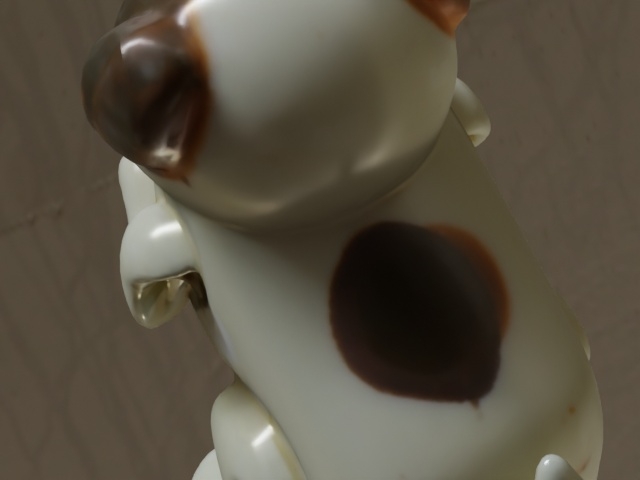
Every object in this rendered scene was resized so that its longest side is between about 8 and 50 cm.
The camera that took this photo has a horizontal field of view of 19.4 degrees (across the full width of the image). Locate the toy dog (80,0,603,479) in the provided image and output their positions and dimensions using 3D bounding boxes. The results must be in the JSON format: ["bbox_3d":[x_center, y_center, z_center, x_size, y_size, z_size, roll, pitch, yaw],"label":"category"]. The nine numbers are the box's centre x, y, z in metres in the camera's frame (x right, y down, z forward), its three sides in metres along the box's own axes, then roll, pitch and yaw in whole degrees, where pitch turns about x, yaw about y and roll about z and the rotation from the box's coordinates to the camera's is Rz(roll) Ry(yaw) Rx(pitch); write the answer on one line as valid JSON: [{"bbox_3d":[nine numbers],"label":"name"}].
[{"bbox_3d":[0.000,0.000,1.129,0.284,0.395,0.408,-22,-66,-3],"label":"toy dog"}]
